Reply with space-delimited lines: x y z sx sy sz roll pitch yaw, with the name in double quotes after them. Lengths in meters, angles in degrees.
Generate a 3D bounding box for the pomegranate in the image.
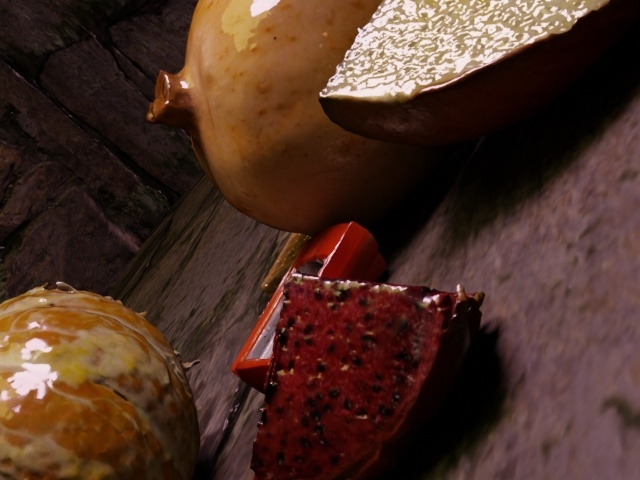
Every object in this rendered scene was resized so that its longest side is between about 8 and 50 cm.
0.003 -0.148 1.009 0.307 0.307 0.307 -47 12 13 "pomegranate"

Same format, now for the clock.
-0.010 0.066 0.924 0.155 0.061 0.113 -57 13 -18 "clock"

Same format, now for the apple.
0.157 -0.200 0.840 0.346 0.179 0.254 -56 0 -19 "apple"

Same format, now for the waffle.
-0.001 0.000 1.131 0.102 0.042 0.148 -39 15 42 "waffle"

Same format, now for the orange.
-0.248 0.203 0.914 0.329 0.249 0.329 -53 14 19 "orange"

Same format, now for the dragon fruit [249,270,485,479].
0.035 0.096 0.641 0.127 0.121 0.161 14 88 34 "dragon fruit"
